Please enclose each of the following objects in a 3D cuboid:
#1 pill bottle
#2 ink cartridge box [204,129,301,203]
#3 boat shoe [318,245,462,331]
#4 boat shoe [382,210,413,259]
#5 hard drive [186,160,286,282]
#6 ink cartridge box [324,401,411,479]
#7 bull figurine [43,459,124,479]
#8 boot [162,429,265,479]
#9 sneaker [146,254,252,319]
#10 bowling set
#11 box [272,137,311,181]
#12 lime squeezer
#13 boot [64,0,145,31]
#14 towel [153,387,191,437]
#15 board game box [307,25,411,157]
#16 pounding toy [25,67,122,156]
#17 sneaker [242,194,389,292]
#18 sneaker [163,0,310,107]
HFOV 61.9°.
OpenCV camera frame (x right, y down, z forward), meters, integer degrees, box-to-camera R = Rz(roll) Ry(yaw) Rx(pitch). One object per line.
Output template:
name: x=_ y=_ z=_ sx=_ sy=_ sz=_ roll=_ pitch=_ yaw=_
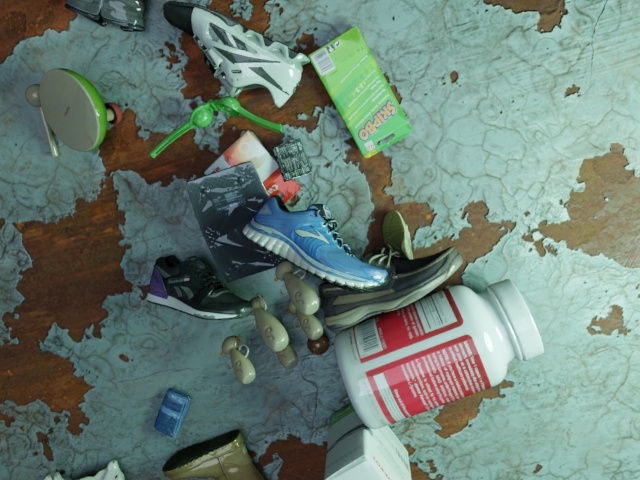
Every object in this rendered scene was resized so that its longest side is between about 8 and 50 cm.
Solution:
pill bottle: x=0.254 y=0.239 z=1.174 sx=0.407 sy=0.229 sz=0.229 roll=-23 pitch=98 yaw=9
ink cartridge box: x=-0.157 y=-0.139 z=1.232 sx=0.145 sy=0.045 sz=0.179 roll=-41 pitch=92 yaw=11
boat shoe: x=0.133 y=0.086 z=1.174 sx=0.355 sy=0.132 sz=0.130 roll=-28 pitch=89 yaw=26
boat shoe: x=0.184 y=0.005 z=1.235 sx=0.056 sy=0.048 sz=0.153 roll=-16 pitch=92 yaw=28
hard drive: x=-0.185 y=-0.044 z=1.224 sx=0.171 sy=0.054 sz=0.255 roll=-18 pitch=109 yaw=3
ink cartridge box: x=0.113 y=0.512 z=1.212 sx=0.114 sy=0.273 sz=0.198 roll=-35 pitch=96 yaw=10
bull figurine: x=-0.638 y=0.700 z=1.398 sx=0.188 sy=0.101 sz=0.311 roll=26 pitch=99 yaw=4
boot: x=-0.246 y=0.646 z=1.362 sx=0.236 sy=0.089 sz=0.270 roll=-22 pitch=99 yaw=9
sneaker: x=-0.281 y=0.102 z=1.224 sx=0.283 sy=0.107 sz=0.124 roll=10 pitch=94 yaw=24
bowling set: x=-0.085 y=0.208 z=1.260 sx=0.287 sy=0.199 sz=0.154 roll=-46 pitch=50 yaw=7
box: x=-0.065 y=-0.183 z=1.214 sx=0.067 sy=0.018 sz=0.083 roll=-23 pitch=99 yaw=-20
lime squeezer: x=-0.239 y=-0.263 z=1.203 sx=0.310 sy=0.059 sz=0.110 roll=-9 pitch=89 yaw=8
boot: x=-0.518 y=-0.602 z=1.145 sx=0.337 sy=0.118 sz=0.223 roll=25 pitch=107 yaw=4
towel: x=-0.379 y=0.440 z=1.363 sx=0.067 sy=0.029 sz=0.120 roll=23 pitch=102 yaw=1
board game box: x=0.090 y=-0.323 z=1.182 sx=0.124 sy=0.039 sz=0.260 roll=-29 pitch=94 yaw=10
pounding toy: x=-0.545 y=-0.301 z=1.219 sx=0.236 sy=0.110 sz=0.183 roll=-4 pitch=114 yaw=35
sneaker: x=0.000 y=0.000 z=1.121 sx=0.329 sy=0.130 sz=0.147 roll=28 pitch=87 yaw=15
sneaker: x=-0.202 y=-0.396 z=1.148 sx=0.330 sy=0.122 sz=0.146 roll=26 pitch=99 yaw=0
